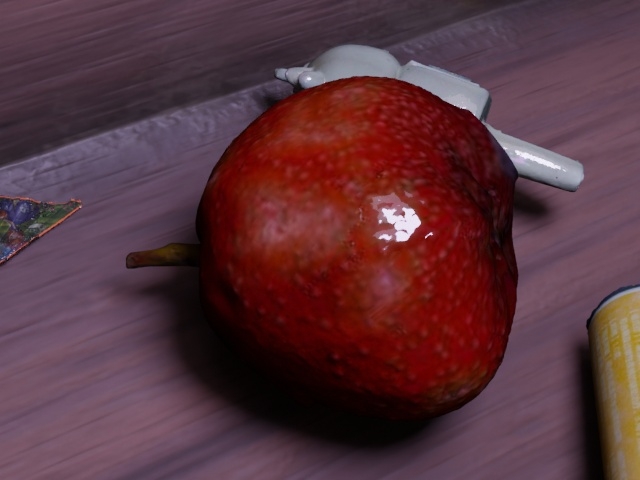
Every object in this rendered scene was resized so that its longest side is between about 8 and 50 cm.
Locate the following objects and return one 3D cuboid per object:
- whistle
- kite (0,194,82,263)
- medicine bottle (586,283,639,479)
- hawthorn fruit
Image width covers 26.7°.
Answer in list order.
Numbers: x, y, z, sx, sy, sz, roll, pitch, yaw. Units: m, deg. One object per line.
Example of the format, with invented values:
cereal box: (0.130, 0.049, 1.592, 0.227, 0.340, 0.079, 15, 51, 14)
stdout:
whistle: (0.081, -0.087, 1.046, 0.253, 0.105, 0.101, 19, 33, 7)
kite: (-0.267, -0.017, 0.963, 0.190, 0.010, 0.159, 6, 50, -12)
medicine bottle: (0.224, 0.203, 0.822, 0.108, 0.108, 0.426, 11, 43, -6)
hawthorn fruit: (0.000, 0.000, 0.901, 0.266, 0.210, 0.230, 3, 57, 6)
